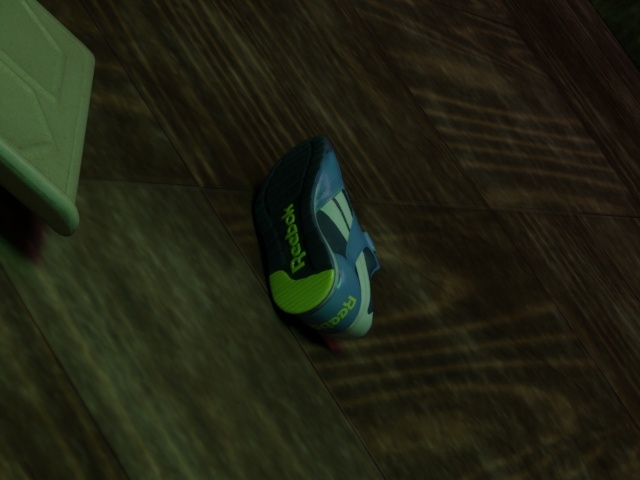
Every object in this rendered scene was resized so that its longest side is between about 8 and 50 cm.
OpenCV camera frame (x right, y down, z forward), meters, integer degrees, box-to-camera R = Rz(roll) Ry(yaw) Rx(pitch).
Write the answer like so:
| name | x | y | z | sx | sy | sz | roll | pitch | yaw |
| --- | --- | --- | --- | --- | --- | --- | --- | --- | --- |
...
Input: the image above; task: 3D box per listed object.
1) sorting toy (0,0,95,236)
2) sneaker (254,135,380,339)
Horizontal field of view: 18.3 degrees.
| name | x | y | z | sx | sy | sz | roll | pitch | yaw |
| --- | --- | --- | --- | --- | --- | --- | --- | --- | --- |
| sorting toy | -0.186 | -0.104 | 0.934 | 0.193 | 0.038 | 0.208 | 43 | 16 | -24 |
| sneaker | 0.000 | 0.000 | 1.144 | 0.059 | 0.053 | 0.144 | 38 | 32 | -34 |
